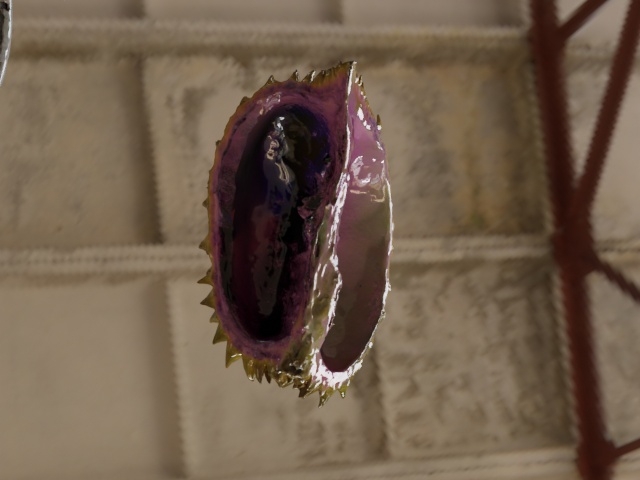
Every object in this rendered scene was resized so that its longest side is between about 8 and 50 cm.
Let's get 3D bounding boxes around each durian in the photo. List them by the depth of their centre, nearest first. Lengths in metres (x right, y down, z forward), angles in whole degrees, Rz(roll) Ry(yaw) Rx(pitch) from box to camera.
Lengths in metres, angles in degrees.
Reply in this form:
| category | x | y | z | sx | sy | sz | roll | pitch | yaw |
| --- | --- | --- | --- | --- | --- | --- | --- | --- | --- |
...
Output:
| category | x | y | z | sx | sy | sz | roll | pitch | yaw |
| --- | --- | --- | --- | --- | --- | --- | --- | --- | --- |
| durian | -0.004 | 0.000 | 1.529 | 0.186 | 0.153 | 0.261 | 26 | -100 | -40 |

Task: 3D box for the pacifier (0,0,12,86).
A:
| category | x | y | z | sx | sy | sz | roll | pitch | yaw |
| --- | --- | --- | --- | --- | --- | --- | --- | --- | --- |
| pacifier | -0.228 | -0.160 | 0.932 | 0.220 | 0.273 | 0.332 | 30 | -121 | -15 |
